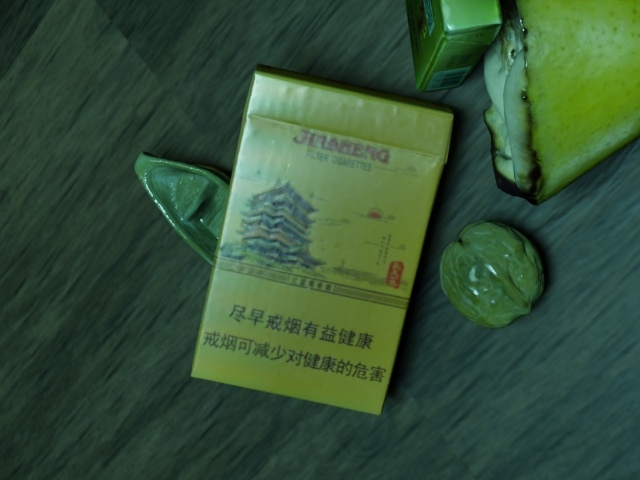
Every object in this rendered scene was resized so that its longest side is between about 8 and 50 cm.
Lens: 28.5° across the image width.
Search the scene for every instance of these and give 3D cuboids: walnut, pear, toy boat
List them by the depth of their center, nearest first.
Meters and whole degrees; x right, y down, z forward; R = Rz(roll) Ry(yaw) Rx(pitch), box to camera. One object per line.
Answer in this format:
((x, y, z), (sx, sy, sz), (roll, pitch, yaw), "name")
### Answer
((0.204, -0.166, 0.944), (0.178, 0.267, 0.266), (-9, 88, 7), "pear")
((0.143, 0.027, 1.046), (0.092, 0.092, 0.092), (3, 95, 32), "walnut")
((-0.101, -0.024, 1.200), (0.185, 0.071, 0.089), (44, 115, 23), "toy boat")

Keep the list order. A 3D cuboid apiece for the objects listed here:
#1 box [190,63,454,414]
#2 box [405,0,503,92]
((0.000, 0.000, 1.091), (0.174, 0.076, 0.274), (12, 102, -4), "box")
((0.088, -0.215, 0.941), (0.043, 0.311, 0.172), (-9, 89, 1), "box")
